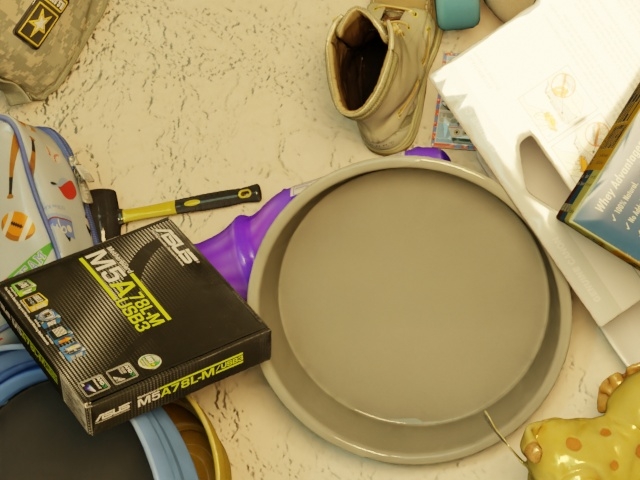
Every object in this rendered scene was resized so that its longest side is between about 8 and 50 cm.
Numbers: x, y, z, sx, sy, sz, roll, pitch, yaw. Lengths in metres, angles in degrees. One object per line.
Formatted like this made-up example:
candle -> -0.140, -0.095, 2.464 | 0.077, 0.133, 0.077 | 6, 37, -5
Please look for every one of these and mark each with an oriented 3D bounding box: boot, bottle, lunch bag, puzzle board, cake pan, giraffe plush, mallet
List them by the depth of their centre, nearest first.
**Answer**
giraffe plush -> 0.270, 0.186, 1.383 | 0.170, 0.181, 0.210 | -35, 87, -5
cake pan -> 0.081, 0.060, 1.460 | 0.293, 0.054, 0.293 | 2, 107, 7
boot -> 0.060, -0.201, 1.525 | 0.077, 0.165, 0.213 | 6, 81, 17
bottle -> 0.000, 0.000, 1.536 | 0.282, 0.092, 0.118 | -16, 87, 13
puzzle board -> 0.175, -0.133, 1.559 | 0.128, 0.011, 0.096 | 5, 80, 19
lunch bag -> -0.357, 0.015, 1.618 | 0.303, 0.115, 0.243 | -28, 70, 20
lunch bag -> -0.325, -0.299, 1.628 | 0.169, 0.235, 0.287 | -3, 77, 17
mallet -> -0.154, -0.042, 1.629 | 0.189, 0.039, 0.062 | -17, 77, 9

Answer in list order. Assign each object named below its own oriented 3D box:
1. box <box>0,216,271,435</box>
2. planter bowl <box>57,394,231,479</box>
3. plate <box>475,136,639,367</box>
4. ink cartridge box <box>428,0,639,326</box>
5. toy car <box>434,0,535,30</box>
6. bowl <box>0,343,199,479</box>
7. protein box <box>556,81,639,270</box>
box -> -0.169, 0.072, 1.443 | 0.184, 0.045, 0.191 | -23, 45, -23
planter bowl -> -0.151, 0.229, 1.522 | 0.217, 0.090, 0.217 | -5, 81, 36
plate -> 0.329, -0.054, 1.473 | 0.277, 0.045, 0.278 | -35, 71, 5
ink cartridge box -> 0.267, -0.101, 1.405 | 0.239, 0.060, 0.275 | -34, 89, 5
toy car -> 0.210, -0.340, 1.531 | 0.219, 0.210, 0.238 | -5, 47, 3
bowl -> -0.260, 0.291, 1.493 | 0.391, 0.077, 0.391 | -5, 82, 37
protein box -> 0.333, -0.048, 1.305 | 0.201, 0.136, 0.200 | 32, 94, 2
